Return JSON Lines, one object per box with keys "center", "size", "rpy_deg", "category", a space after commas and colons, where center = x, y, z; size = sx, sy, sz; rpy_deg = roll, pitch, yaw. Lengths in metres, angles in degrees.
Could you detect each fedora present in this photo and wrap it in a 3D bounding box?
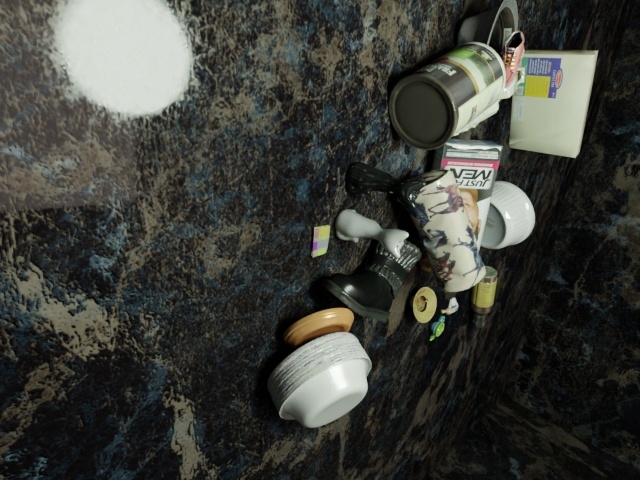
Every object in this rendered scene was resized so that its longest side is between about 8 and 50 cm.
{"center": [0.499, -0.607, 1.234], "size": [0.275, 0.124, 0.243], "rpy_deg": [-2, 112, -55], "category": "fedora"}

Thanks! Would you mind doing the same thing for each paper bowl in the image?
{"center": [0.011, 0.391, 1.094], "size": [0.284, 0.148, 0.284], "rpy_deg": [-22, 144, -17], "category": "paper bowl"}

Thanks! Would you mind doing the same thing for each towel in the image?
{"center": [0.000, 0.000, 1.072], "size": [0.060, 0.009, 0.083], "rpy_deg": [-16, 120, -44], "category": "towel"}

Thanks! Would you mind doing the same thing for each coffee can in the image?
{"center": [0.349, -0.400, 1.112], "size": [0.275, 0.201, 0.201], "rpy_deg": [-39, 133, -30], "category": "coffee can"}

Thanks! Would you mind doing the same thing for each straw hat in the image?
{"center": [0.384, 0.243, 1.573], "size": [0.144, 0.061, 0.144], "rpy_deg": [-4, 96, -38], "category": "straw hat"}

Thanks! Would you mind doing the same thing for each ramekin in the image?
{"center": [0.680, -0.089, 1.593], "size": [0.127, 0.273, 0.272], "rpy_deg": [-24, 126, -24], "category": "ramekin"}

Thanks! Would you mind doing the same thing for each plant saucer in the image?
{"center": [0.000, 0.245, 1.085], "size": [0.200, 0.037, 0.200], "rpy_deg": [-16, 149, -10], "category": "plant saucer"}

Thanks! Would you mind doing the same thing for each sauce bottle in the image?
{"center": [0.813, 0.290, 2.035], "size": [0.111, 0.111, 0.344], "rpy_deg": [-32, 131, -34], "category": "sauce bottle"}

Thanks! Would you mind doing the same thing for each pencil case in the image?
{"center": [0.379, -0.022, 1.262], "size": [0.160, 0.184, 0.410], "rpy_deg": [-48, 119, -40], "category": "pencil case"}

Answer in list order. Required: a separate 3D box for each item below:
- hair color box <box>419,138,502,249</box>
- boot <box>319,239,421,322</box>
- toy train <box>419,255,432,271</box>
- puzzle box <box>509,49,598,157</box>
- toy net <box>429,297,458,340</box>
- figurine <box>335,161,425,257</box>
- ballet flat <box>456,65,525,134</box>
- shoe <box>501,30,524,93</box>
{"center": [0.462, -0.144, 1.360], "size": [0.113, 0.185, 0.374], "rpy_deg": [-89, -178, -67], "category": "hair color box"}
{"center": [0.154, 0.085, 1.190], "size": [0.348, 0.131, 0.260], "rpy_deg": [30, 88, -55], "category": "boot"}
{"center": [0.412, 0.055, 1.498], "size": [0.125, 0.046, 0.166], "rpy_deg": [-51, 176, 8], "category": "toy train"}
{"center": [0.906, -0.539, 1.602], "size": [0.052, 0.272, 0.409], "rpy_deg": [-40, 134, -28], "category": "puzzle box"}
{"center": [0.576, 0.361, 1.854], "size": [0.232, 0.045, 0.122], "rpy_deg": [-41, 134, -27], "category": "toy net"}
{"center": [0.153, -0.078, 1.046], "size": [0.092, 0.209, 0.214], "rpy_deg": [0, 108, -48], "category": "figurine"}
{"center": [0.556, -0.486, 1.352], "size": [0.409, 0.147, 0.147], "rpy_deg": [-44, 136, -23], "category": "ballet flat"}
{"center": [0.556, -0.528, 1.198], "size": [0.178, 0.063, 0.081], "rpy_deg": [-64, 147, -12], "category": "shoe"}
